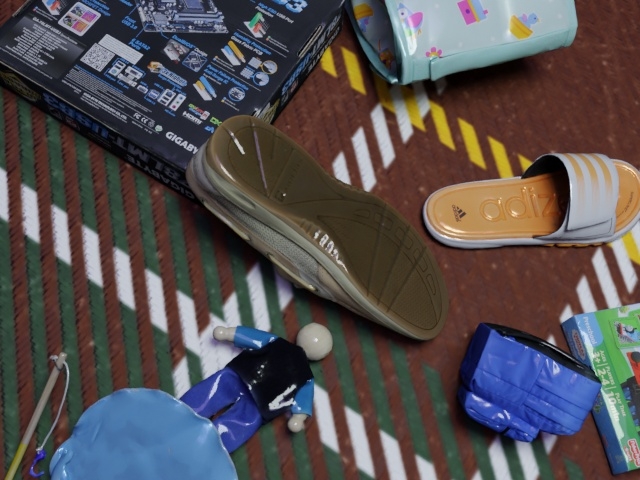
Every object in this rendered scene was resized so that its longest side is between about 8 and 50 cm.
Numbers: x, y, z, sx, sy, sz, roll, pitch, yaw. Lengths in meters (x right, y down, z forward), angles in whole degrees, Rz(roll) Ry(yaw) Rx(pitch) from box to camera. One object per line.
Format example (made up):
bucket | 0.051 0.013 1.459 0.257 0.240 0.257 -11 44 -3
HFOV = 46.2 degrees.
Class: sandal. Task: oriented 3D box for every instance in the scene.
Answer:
sandal | 0.247 -0.044 0.818 0.265 0.076 0.102 -9 69 -10

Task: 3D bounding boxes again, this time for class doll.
doll | -0.067 0.138 0.723 0.189 0.046 0.129 -33 75 -18

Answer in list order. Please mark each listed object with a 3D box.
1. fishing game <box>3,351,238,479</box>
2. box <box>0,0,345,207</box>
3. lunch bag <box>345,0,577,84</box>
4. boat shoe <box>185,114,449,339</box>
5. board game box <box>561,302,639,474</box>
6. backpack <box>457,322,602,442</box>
fishing game | -0.153 0.223 0.655 0.263 0.041 0.189 21 92 16
box | -0.167 -0.230 0.854 0.295 0.073 0.293 30 67 7
lunch bag | 0.146 -0.297 0.872 0.223 0.160 0.262 -14 64 -13
boat shoe | 0.000 0.000 0.753 0.302 0.098 0.109 37 56 -16
board game box | 0.377 0.138 0.777 0.211 0.039 0.160 -9 68 -11
backpack | 0.200 0.142 0.727 0.120 0.098 0.101 22 95 3
